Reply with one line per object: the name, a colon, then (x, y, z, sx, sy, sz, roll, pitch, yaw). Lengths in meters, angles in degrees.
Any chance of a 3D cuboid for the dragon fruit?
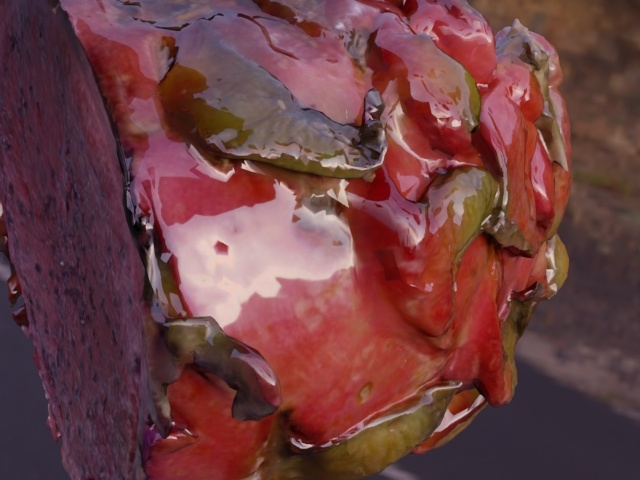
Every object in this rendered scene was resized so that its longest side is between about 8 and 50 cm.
dragon fruit: (0.000, 0.000, 0.930, 0.263, 0.296, 0.314, -9, 49, -21)
